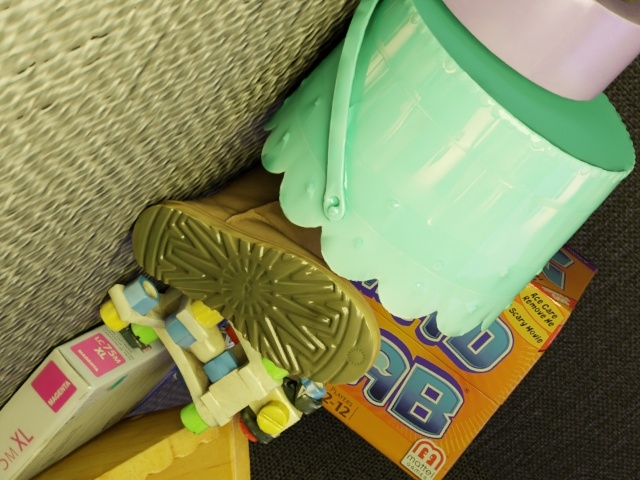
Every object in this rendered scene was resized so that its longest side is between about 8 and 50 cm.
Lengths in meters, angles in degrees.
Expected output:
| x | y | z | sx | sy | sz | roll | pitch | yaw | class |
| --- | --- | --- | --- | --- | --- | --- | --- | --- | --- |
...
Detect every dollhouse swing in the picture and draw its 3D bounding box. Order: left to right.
| x | y | z | sx | sy | sz | roll | pitch | yaw | class |
| --- | --- | --- | --- | --- | --- | --- | --- | --- | --- |
| -0.231 | 0.376 | 1.299 | 0.315 | 0.305 | 0.347 | -17 | -176 | 40 | dollhouse swing |

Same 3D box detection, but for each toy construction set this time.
| x | y | z | sx | sy | sz | roll | pitch | yaw | class |
| --- | --- | --- | --- | --- | --- | --- | --- | --- | --- |
| -0.072 | 0.081 | 1.274 | 0.151 | 0.215 | 0.327 | -35 | -177 | 30 | toy construction set |

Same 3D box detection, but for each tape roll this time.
| x | y | z | sx | sy | sz | roll | pitch | yaw | class |
| --- | --- | --- | --- | --- | --- | --- | --- | --- | --- |
| 0.177 | -0.205 | 1.003 | 0.080 | 0.189 | 0.189 | -48 | 173 | 31 | tape roll |

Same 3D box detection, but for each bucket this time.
| x | y | z | sx | sy | sz | roll | pitch | yaw | class |
| --- | --- | --- | --- | --- | --- | --- | --- | --- | --- |
| 0.107 | -0.081 | 1.039 | 0.183 | 0.281 | 0.281 | -48 | 172 | 27 | bucket |

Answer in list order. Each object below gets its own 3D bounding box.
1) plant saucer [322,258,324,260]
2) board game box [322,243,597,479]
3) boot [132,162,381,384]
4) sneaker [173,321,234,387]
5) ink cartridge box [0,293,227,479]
| x | y | z | sx | sy | sz | roll | pitch | yaw | class |
| --- | --- | --- | --- | --- | --- | --- | --- | --- | --- |
| 0.000 | 0.000 | 1.603 | 0.168 | 0.029 | 0.168 | -17 | 167 | -4 | plant saucer |
| 0.177 | 0.107 | 2.027 | 0.356 | 0.356 | 0.356 | -55 | 170 | 18 | board game box |
| -0.003 | 0.004 | 1.100 | 0.269 | 0.236 | 0.089 | -26 | 147 | -61 | boot |
| -0.120 | 0.121 | 1.698 | 0.211 | 0.081 | 0.080 | -49 | 171 | 22 | sneaker |
| -0.219 | 0.143 | 1.310 | 0.186 | 0.065 | 0.311 | -46 | 170 | 24 | ink cartridge box |
